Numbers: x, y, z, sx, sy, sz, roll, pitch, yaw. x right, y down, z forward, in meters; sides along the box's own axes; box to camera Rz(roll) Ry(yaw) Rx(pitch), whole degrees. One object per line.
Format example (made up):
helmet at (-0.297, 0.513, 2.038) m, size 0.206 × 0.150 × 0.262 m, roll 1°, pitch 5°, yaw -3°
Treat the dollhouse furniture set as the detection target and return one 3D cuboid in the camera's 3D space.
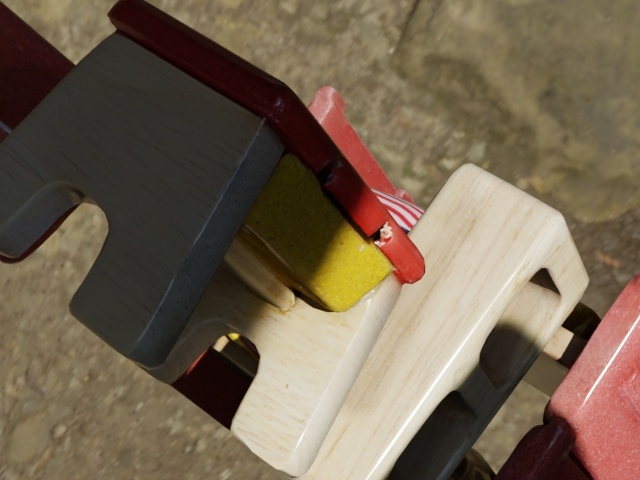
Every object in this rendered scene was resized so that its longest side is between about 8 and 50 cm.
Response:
dollhouse furniture set at (0.000, 0.000, 0.524) m, size 0.201 × 0.374 × 0.152 m, roll 32°, pitch 80°, yaw 33°
